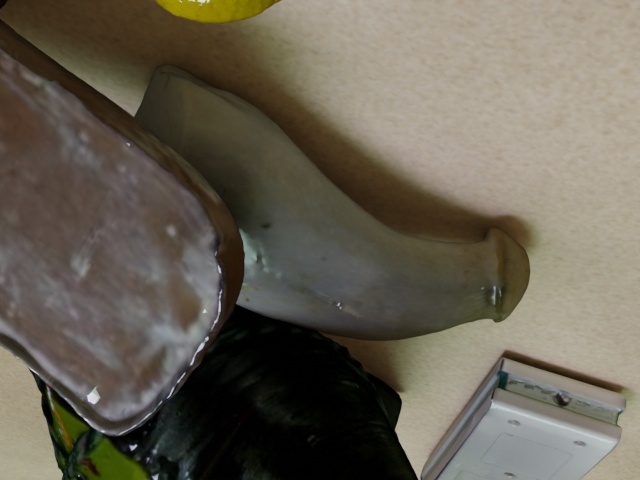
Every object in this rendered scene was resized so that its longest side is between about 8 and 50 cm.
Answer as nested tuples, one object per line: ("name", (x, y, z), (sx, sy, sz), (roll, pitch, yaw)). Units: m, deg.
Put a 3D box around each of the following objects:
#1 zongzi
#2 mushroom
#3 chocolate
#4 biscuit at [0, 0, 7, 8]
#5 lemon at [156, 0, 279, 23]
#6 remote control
("zongzi", (-0.029, 0.162, 0.777), (0.362, 0.319, 0.383), (31, 157, 37))
("mushroom", (0.000, 0.000, 0.724), (0.270, 0.103, 0.118), (26, 106, -18))
("chocolate", (-0.150, -0.025, 0.642), (0.254, 0.080, 0.157), (39, 115, 5))
("biscuit", (-0.294, -0.206, 0.600), (0.305, 0.038, 0.305), (14, 152, 8))
("lemon", (-0.056, -0.136, 0.564), (0.092, 0.065, 0.065), (13, 151, 4))
("remote control", (0.161, 0.183, 1.004), (0.103, 0.055, 0.277), (17, 150, 0))
